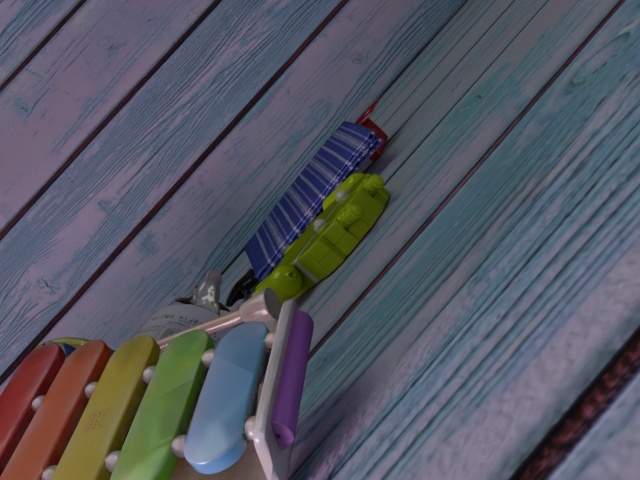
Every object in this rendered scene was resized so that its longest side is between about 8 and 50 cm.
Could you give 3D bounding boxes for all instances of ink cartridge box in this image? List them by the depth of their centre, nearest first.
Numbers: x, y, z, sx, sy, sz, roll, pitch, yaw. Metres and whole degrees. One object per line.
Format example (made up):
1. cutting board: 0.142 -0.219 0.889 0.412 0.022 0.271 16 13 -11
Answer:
1. ink cartridge box: 0.062 -0.177 1.438 0.231 0.078 0.134 -45 9 26

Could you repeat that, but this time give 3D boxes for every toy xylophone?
1. toy xylophone: -0.142 0.124 0.498 0.323 0.081 0.236 -22 31 12

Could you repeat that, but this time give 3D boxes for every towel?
1. towel: -0.023 -0.075 1.283 0.336 0.040 0.243 -52 19 4

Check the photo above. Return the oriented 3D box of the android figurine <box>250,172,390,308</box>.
1. android figurine: 0.000 0.000 0.947 0.248 0.056 0.273 -53 6 -36

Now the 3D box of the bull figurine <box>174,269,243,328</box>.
1. bull figurine: -0.230 0.182 1.145 0.310 0.101 0.188 -56 16 -23

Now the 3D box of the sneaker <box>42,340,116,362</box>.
1. sneaker: -0.338 0.228 1.005 0.330 0.147 0.129 144 130 -62

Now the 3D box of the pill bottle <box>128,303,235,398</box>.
1. pill bottle: -0.165 0.174 0.662 0.131 0.131 0.229 -44 9 32

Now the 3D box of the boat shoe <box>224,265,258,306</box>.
1. boat shoe: -0.166 0.103 1.466 0.125 0.038 0.046 -56 -9 -54

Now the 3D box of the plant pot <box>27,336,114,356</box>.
1. plant pot: -0.562 0.398 1.498 0.276 0.276 0.254 -45 19 24
